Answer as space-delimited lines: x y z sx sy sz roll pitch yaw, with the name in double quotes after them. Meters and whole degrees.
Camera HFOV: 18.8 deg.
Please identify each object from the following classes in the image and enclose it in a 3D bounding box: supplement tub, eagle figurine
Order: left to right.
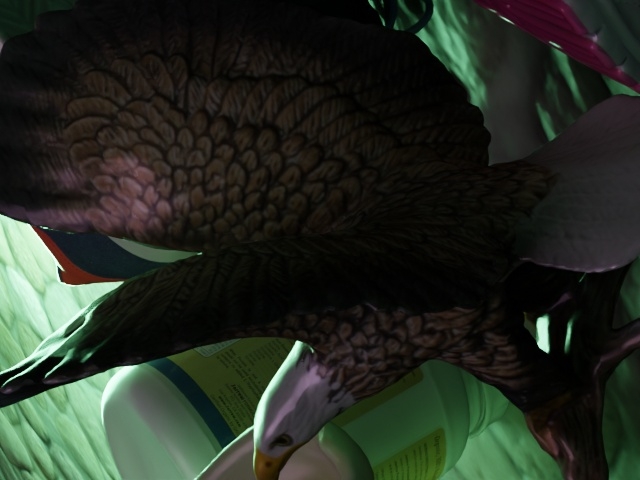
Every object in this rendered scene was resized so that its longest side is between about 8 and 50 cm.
-0.007 0.097 1.098 0.144 0.200 0.144 46 152 33 "supplement tub"
-0.004 0.010 0.817 0.298 0.225 0.226 22 171 -19 "eagle figurine"

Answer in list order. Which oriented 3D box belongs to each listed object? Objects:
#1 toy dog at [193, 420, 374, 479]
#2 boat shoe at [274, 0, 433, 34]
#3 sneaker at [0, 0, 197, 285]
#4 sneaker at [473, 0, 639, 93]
0.063 0.331 1.021 0.408 0.395 0.284 25 -150 -41 "toy dog"
0.022 -0.084 0.987 0.089 0.109 0.258 14 152 33 "boat shoe"
-0.182 -0.125 1.001 0.148 0.131 0.350 -32 88 51 "sneaker"
0.093 -0.154 0.733 0.103 0.111 0.252 38 170 46 "sneaker"
